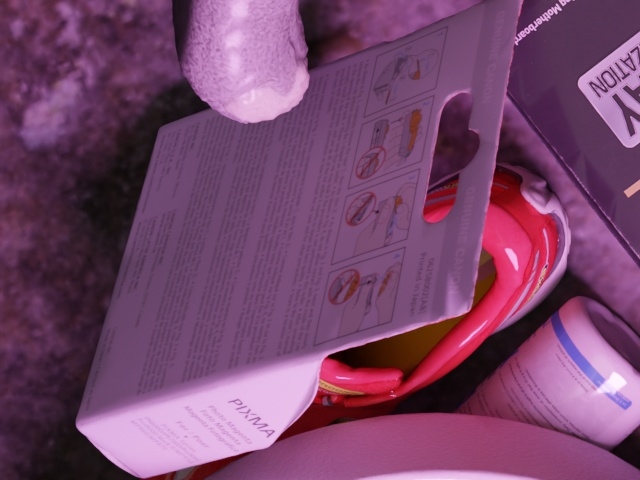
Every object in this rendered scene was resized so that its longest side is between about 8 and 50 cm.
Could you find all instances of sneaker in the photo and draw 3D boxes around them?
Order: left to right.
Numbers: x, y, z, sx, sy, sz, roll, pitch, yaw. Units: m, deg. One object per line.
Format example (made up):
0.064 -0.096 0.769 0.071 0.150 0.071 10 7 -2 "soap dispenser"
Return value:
0.001 0.056 0.947 0.279 0.118 0.107 -41 87 18 "sneaker"

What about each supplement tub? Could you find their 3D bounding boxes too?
0.116 0.086 0.946 0.071 0.071 0.107 46 108 3 "supplement tub"

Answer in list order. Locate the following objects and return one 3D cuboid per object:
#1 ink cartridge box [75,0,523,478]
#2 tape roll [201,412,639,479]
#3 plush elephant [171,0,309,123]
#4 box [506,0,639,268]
0.000 0.000 0.879 0.232 0.189 0.066 -15 137 33 "ink cartridge box"
0.053 0.275 0.936 0.392 0.072 0.392 -1 110 -2 "tape roll"
0.076 -0.246 0.824 0.255 0.272 0.330 2 141 -20 "plush elephant"
0.262 -0.094 0.868 0.307 0.076 0.242 -38 89 18 "box"
